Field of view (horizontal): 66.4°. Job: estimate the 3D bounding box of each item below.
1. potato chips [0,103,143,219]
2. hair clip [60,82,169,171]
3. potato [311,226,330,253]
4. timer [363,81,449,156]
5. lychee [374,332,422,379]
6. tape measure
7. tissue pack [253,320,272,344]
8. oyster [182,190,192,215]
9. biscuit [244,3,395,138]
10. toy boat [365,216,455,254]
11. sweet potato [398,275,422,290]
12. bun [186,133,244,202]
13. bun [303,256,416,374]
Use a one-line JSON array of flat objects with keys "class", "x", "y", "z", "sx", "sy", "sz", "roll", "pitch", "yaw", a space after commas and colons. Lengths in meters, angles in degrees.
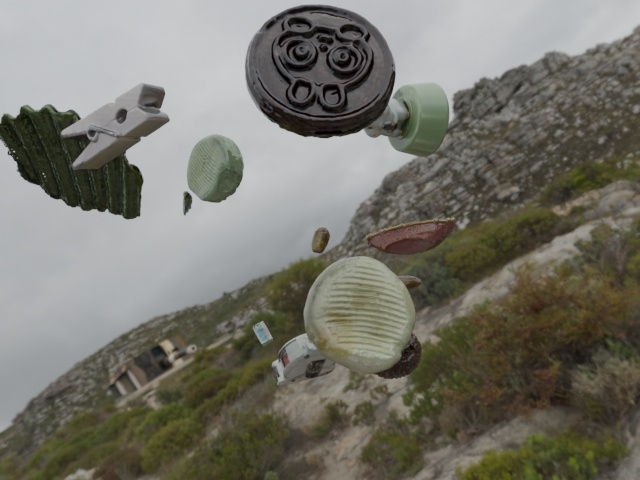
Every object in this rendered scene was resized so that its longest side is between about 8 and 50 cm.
[{"class": "potato chips", "x": -0.675, "y": -0.200, "z": 1.362, "sx": 0.358, "sy": 0.070, "sz": 0.429, "roll": 11, "pitch": -34, "yaw": -6}, {"class": "hair clip", "x": -0.469, "y": -0.254, "z": 1.117, "sx": 0.330, "sy": 0.101, "sz": 0.085, "roll": -16, "pitch": -7, "yaw": 33}, {"class": "potato", "x": 0.000, "y": 0.000, "z": 1.471, "sx": 0.040, "sy": 0.051, "sz": 0.083, "roll": 1, "pitch": -68, "yaw": -54}, {"class": "timer", "x": 0.291, "y": -0.475, "z": 1.898, "sx": 0.315, "sy": 0.291, "sz": 0.291, "roll": -2, "pitch": -19, "yaw": -23}, {"class": "lychee", "x": 0.255, "y": 0.391, "z": 1.713, "sx": 0.200, "sy": 0.200, "sz": 0.238, "roll": -30, "pitch": -11, "yaw": -28}, {"class": "tape measure", "x": -0.056, "y": 0.501, "z": 2.066, "sx": 0.258, "sy": 0.130, "sz": 0.265, "roll": -5, "pitch": -40, "yaw": -22}, {"class": "tissue pack", "x": -0.257, "y": 0.415, "z": 2.181, "sx": 0.058, "sy": 0.094, "sz": 0.074, "roll": -28, "pitch": -20, "yaw": -13}, {"class": "oyster", "x": -0.618, "y": -0.167, "z": 2.233, "sx": 0.098, "sy": 0.037, "sz": 0.100, "roll": 89, "pitch": -164, "yaw": -75}, {"class": "biscuit", "x": 0.002, "y": -0.457, "z": 1.287, "sx": 0.407, "sy": 0.407, "sz": 0.091, "roll": -31, "pitch": -13, "yaw": -17}, {"class": "toy boat", "x": 0.301, "y": -0.009, "z": 1.664, "sx": 0.317, "sy": 0.141, "sz": 0.099, "roll": -12, "pitch": 37, "yaw": 23}, {"class": "sweet potato", "x": 0.249, "y": 0.191, "z": 1.939, "sx": 0.341, "sy": 0.092, "sz": 0.114, "roll": -6, "pitch": -28, "yaw": 28}, {"class": "bun", "x": -0.311, "y": -0.216, "z": 1.473, "sx": 0.108, "sy": 0.221, "sz": 0.221, "roll": 10, "pitch": -36, "yaw": -45}, {"class": "bun", "x": 0.121, "y": 0.237, "z": 1.560, "sx": 0.365, "sy": 0.365, "sz": 0.219, "roll": -31, "pitch": -11, "yaw": -20}]
